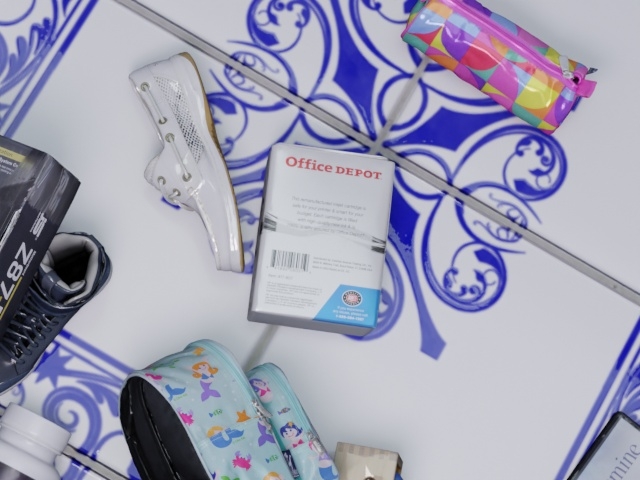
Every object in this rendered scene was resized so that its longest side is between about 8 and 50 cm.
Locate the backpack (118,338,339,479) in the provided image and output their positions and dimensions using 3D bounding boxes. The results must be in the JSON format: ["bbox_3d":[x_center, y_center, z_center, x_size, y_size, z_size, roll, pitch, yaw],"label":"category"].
[{"bbox_3d":[-0.111,0.236,1.868,0.191,0.225,0.253,-31,77,-26],"label":"backpack"}]

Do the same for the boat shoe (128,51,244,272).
[{"bbox_3d":[-0.159,-0.082,1.987,0.096,0.098,0.277,-16,73,-9],"label":"boat shoe"}]

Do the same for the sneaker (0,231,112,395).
[{"bbox_3d":[-0.325,0.081,1.902,0.086,0.163,0.226,41,79,0],"label":"sneaker"}]

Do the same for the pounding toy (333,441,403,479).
[{"bbox_3d":[0.060,0.313,1.929,0.100,0.130,0.141,9,79,8],"label":"pounding toy"}]

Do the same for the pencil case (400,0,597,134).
[{"bbox_3d":[0.216,-0.225,2.051,0.236,0.104,0.104,31,78,1],"label":"pencil case"}]

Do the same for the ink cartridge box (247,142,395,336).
[{"bbox_3d":[0.000,0.000,1.991,0.148,0.086,0.203,9,78,-5],"label":"ink cartridge box"}]

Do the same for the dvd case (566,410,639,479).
[{"bbox_3d":[0.401,0.348,2.005,0.253,0.022,0.180,38,78,2],"label":"dvd case"}]

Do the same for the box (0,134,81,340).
[{"bbox_3d":[-0.504,-0.003,1.857,0.394,0.097,0.318,20,79,23],"label":"box"}]

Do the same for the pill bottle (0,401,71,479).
[{"bbox_3d":[-0.357,0.284,1.888,0.108,0.108,0.194,27,78,-1],"label":"pill bottle"}]
